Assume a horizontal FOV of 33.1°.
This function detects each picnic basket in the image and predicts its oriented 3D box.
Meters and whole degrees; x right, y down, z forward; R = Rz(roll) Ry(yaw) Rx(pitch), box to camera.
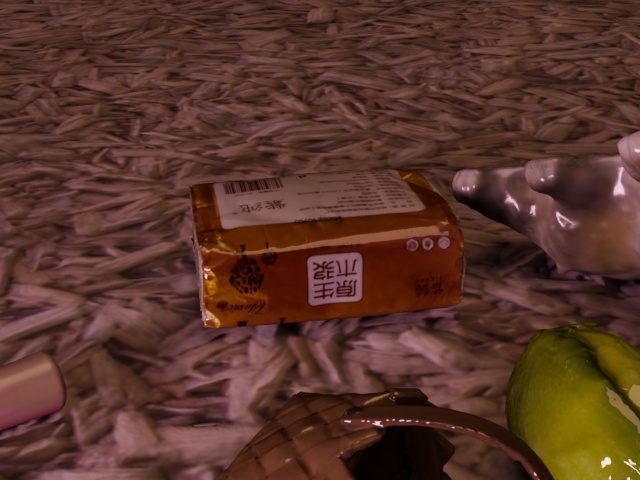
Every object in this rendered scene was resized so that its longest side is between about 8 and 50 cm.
[{"bbox_3d":[0.042,0.148,0.576,0.178,0.128,0.138,2,24,28],"label":"picnic basket"}]

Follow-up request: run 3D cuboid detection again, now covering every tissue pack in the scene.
[{"bbox_3d":[0.000,0.000,0.954,0.226,0.092,0.183,-3,24,-9],"label":"tissue pack"}]

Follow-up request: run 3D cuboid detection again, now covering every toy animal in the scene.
[{"bbox_3d":[0.267,0.006,0.912,0.307,0.188,0.266,-6,1,14],"label":"toy animal"}]

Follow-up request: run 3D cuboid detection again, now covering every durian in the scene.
[{"bbox_3d":[0.189,0.121,0.685,0.139,0.101,0.250,29,12,-27],"label":"durian"}]

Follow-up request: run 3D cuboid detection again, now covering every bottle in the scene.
[{"bbox_3d":[-0.231,0.114,0.757,0.096,0.045,0.045,-19,30,-32],"label":"bottle"}]
